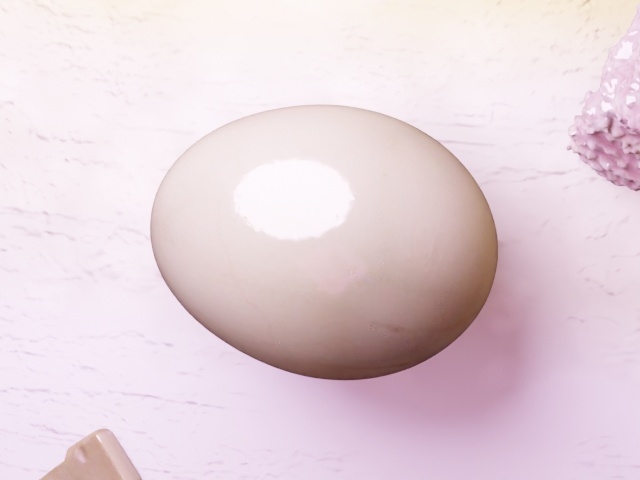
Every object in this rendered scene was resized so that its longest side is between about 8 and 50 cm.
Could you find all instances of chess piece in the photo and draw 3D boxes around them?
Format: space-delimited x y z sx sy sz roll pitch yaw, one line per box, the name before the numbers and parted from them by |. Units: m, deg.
chess piece | -0.146 0.248 1.372 0.090 0.090 0.200 -33 85 21

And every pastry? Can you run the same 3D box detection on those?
pastry | 0.257 -0.134 1.126 0.103 0.112 0.265 28 113 -7

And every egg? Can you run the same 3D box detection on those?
egg | 0.000 0.000 1.191 0.242 0.186 0.186 8 108 13
